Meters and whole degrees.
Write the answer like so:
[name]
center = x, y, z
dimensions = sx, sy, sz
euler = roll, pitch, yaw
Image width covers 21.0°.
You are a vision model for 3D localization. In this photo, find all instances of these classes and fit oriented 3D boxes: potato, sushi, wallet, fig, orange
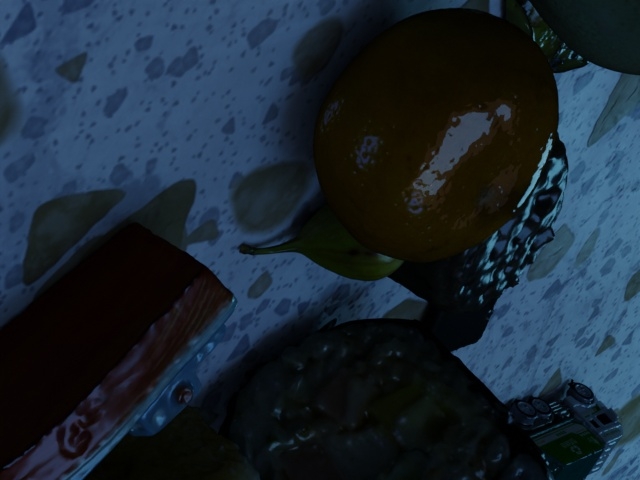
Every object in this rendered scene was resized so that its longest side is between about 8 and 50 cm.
[potato]
center = 0.240, -0.217, 1.728
dimensions = 0.119, 0.054, 0.198
euler = -45, 152, 0
[sushi]
center = 0.051, 0.278, 1.810
dimensions = 0.328, 0.328, 0.285
euler = -37, 161, -22
[wallet]
center = 0.185, 0.036, 1.995
dimensions = 0.124, 0.025, 0.244
euler = -17, 141, -44
[fig]
center = 0.006, -0.013, 1.655
dimensions = 0.166, 0.093, 0.093
euler = 14, 121, -17
[orange]
center = 0.101, -0.098, 1.552
dimensions = 0.240, 0.171, 0.240
euler = -21, 135, -22

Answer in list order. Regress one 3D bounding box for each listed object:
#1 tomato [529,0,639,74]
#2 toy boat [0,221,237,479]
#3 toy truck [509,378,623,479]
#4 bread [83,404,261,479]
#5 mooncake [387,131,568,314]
[tomato]
center = 0.261, -0.282, 1.423
dimensions = 0.239, 0.303, 0.303
euler = -37, 151, -6
[toy boat]
center = -0.212, 0.144, 1.434
dimensions = 0.332, 0.145, 0.133
euler = -44, 139, -18
[toy truck]
center = 0.318, 0.287, 2.405
dimensions = 0.253, 0.124, 0.114
euler = -11, 137, -46
[bread]
center = -0.181, 0.257, 1.580
dimensions = 0.246, 0.195, 0.176
euler = -20, 137, -42
[mooncake]
center = 0.160, -0.033, 1.771
dimensions = 0.228, 0.124, 0.228
euler = -35, 149, -25
